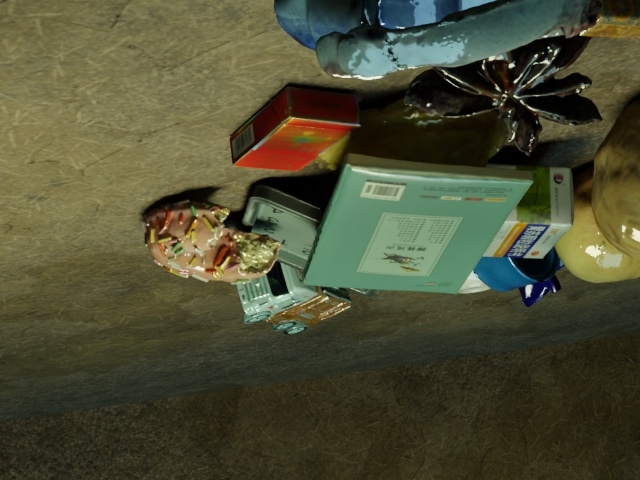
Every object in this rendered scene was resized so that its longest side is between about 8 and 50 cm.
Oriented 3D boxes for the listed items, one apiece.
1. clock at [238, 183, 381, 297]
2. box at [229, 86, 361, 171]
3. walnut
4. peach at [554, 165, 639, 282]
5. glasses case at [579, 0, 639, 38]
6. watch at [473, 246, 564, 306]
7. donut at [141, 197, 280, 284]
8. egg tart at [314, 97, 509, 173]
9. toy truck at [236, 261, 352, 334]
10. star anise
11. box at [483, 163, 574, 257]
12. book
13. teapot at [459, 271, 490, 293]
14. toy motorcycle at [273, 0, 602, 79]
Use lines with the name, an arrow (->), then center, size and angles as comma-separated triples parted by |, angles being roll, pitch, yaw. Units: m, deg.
clock -> 0.000, -0.001, 1.879 | 0.273, 0.049, 0.279 | 23, 161, -3
box -> -0.037, -0.150, 1.520 | 0.112, 0.048, 0.175 | 3, 160, -32
walnut -> 0.556, -0.095, 1.658 | 0.296, 0.285, 0.285 | -4, 167, 23
peach -> 0.519, -0.039, 1.956 | 0.233, 0.232, 0.232 | -9, 164, -3
glasses case -> 0.392, -0.274, 1.292 | 0.218, 0.075, 0.049 | -2, 161, -25
watch -> 0.366, 0.015, 2.067 | 0.200, 0.196, 0.171 | -8, 163, -43
donut -> -0.194, 0.009, 1.843 | 0.199, 0.085, 0.233 | -5, 158, 33
egg tart -> 0.135, -0.121, 1.616 | 0.288, 0.118, 0.288 | -5, 164, -1
toy truck -> -0.052, 0.089, 2.190 | 0.162, 0.136, 0.305 | -21, 164, 15
star anise -> 0.228, -0.203, 1.376 | 0.283, 0.129, 0.212 | 8, 152, -25
box -> 0.248, -0.049, 1.854 | 0.299, 0.106, 0.200 | 1, 164, -3
book -> 0.129, -0.011, 1.645 | 0.264, 0.031, 0.379 | 5, 153, -9
teapot -> 0.316, 0.057, 2.364 | 0.159, 0.116, 0.245 | -18, 171, -11
toy motorcycle -> 0.093, -0.250, 1.007 | 0.319, 0.182, 0.241 | -10, -169, 2
